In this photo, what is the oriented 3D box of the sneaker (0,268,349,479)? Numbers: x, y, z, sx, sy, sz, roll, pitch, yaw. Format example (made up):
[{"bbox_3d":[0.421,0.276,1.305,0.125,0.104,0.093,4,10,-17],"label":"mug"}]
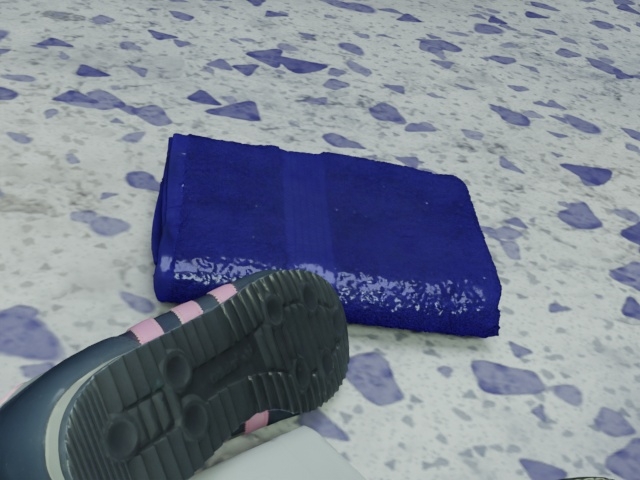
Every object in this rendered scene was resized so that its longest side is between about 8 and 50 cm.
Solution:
[{"bbox_3d":[-0.096,0.091,0.613,0.131,0.112,0.319,-13,0,31],"label":"sneaker"}]

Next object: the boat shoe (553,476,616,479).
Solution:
[{"bbox_3d":[0.041,0.154,0.417,0.224,0.080,0.073,-26,20,11],"label":"boat shoe"}]

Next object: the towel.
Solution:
[{"bbox_3d":[0.000,0.000,0.834,0.309,0.076,0.227,7,38,-10],"label":"towel"}]

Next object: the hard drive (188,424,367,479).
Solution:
[{"bbox_3d":[-0.063,0.219,0.466,0.308,0.040,0.203,-16,41,-39],"label":"hard drive"}]
